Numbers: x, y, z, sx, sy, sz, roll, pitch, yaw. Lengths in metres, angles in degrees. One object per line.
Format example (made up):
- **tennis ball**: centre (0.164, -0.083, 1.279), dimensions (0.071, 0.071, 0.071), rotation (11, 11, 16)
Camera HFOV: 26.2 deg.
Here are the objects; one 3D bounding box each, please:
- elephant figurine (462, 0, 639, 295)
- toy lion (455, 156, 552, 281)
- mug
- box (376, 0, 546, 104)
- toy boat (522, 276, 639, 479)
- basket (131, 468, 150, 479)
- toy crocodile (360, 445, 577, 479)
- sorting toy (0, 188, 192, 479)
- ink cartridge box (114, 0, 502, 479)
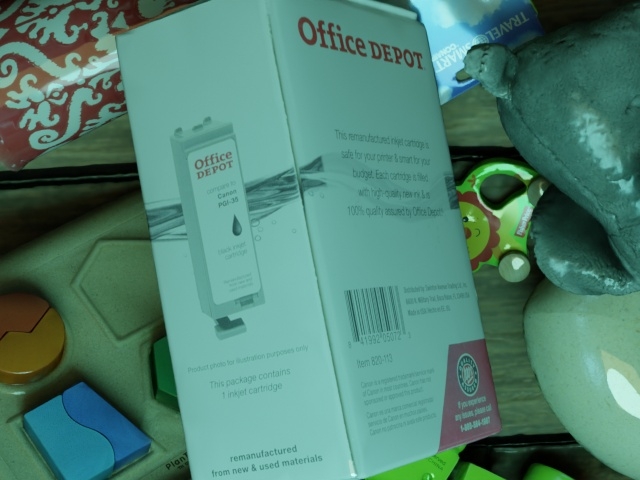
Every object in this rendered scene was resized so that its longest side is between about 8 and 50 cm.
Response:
- **elephant figurine**: centre (0.222, -0.028, 0.901), dimensions (0.186, 0.169, 0.239), rotation (-19, 81, 7)
- **toy lion**: centre (0.119, -0.017, 1.025), dimensions (0.096, 0.034, 0.100), rotation (19, 113, 0)
- **mug**: centre (-0.160, -0.145, 0.922), dimensions (0.169, 0.113, 0.150), rotation (-22, 114, 6)
- **box**: centre (0.069, -0.188, 0.938), dimensions (0.109, 0.042, 0.178), rotation (-29, 112, 13)
- **toy boat**: centre (0.247, 0.151, 1.013), dimensions (0.267, 0.148, 0.318), rotation (22, 78, -10)
- **basket**: centre (-0.142, 0.222, 1.009), dimensions (0.201, 0.289, 0.255), rotation (23, 116, -45)
- **toy crocodile**: centre (0.108, 0.205, 1.088), dimensions (0.340, 0.105, 0.115), rotation (34, 76, -15)
- **sorting toy**: centre (-0.107, 0.057, 0.954), dimensions (0.307, 0.229, 0.041), rotation (-29, 156, -28)
- **ink cartridge box**: centre (0.000, 0.000, 0.850), dimensions (0.117, 0.207, 0.283), rotation (-14, 83, 30)
